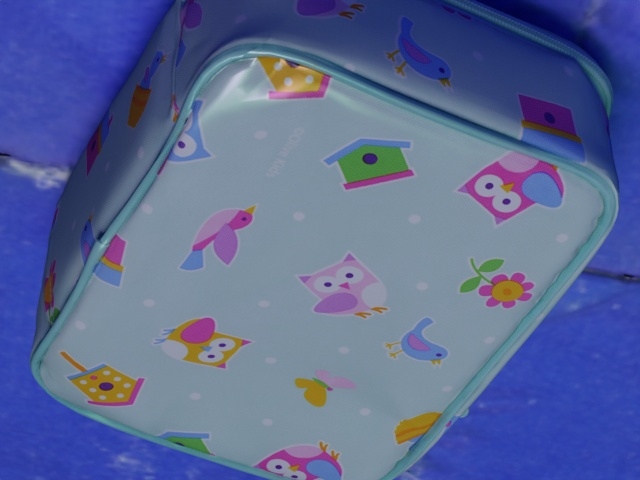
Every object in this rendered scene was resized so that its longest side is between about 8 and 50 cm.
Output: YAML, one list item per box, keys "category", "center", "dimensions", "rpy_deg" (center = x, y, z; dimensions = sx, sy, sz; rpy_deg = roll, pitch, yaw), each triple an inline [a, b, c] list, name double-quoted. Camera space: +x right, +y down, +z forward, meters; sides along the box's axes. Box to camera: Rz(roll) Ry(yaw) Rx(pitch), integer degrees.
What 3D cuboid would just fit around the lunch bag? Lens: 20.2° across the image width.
- category: "lunch bag"
  center: [0.000, 0.000, 0.845]
  dimensions: [0.224, 0.107, 0.279]
  rpy_deg: [18, 136, -19]
